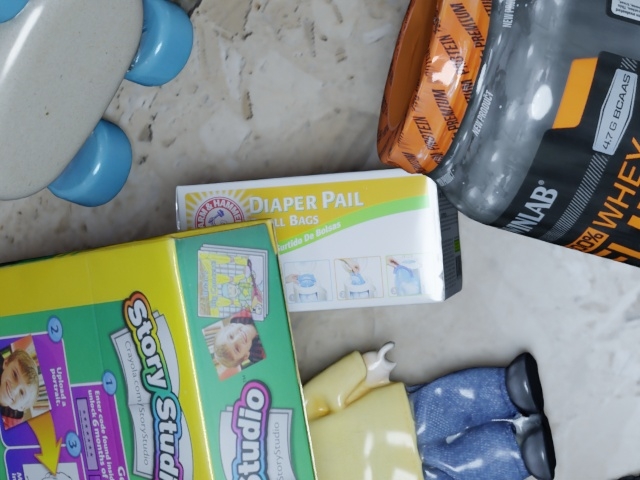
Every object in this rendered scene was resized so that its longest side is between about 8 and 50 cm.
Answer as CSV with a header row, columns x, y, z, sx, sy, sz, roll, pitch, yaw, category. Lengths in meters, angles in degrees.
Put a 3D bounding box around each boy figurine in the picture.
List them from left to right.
x,y,z,sx,sy,sz,roll,pitch,yaw,category
0.039,0.174,1.489,0.285,0.092,0.177,-15,90,11,boy figurine

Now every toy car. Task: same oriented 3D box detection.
x,y,z,sx,sy,sz,roll,pitch,yaw,category
-0.270,-0.165,1.502,0.238,0.219,0.210,33,99,36,toy car

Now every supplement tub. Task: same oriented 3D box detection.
x,y,z,sx,sy,sz,roll,pitch,yaw,category
0.223,-0.087,1.345,0.338,0.207,0.207,15,95,-8,supplement tub

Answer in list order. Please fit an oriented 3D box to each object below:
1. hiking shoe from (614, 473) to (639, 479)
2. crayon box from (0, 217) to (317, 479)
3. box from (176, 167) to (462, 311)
x,y,z,sx,sy,sz,roll,pitch,yaw,category
0.222,0.252,1.471,0.226,0.086,0.114,-16,98,20,hiking shoe
-0.138,0.183,1.434,0.313,0.106,0.363,-9,92,47,crayon box
0.000,0.000,1.476,0.203,0.114,0.103,-4,92,12,box
